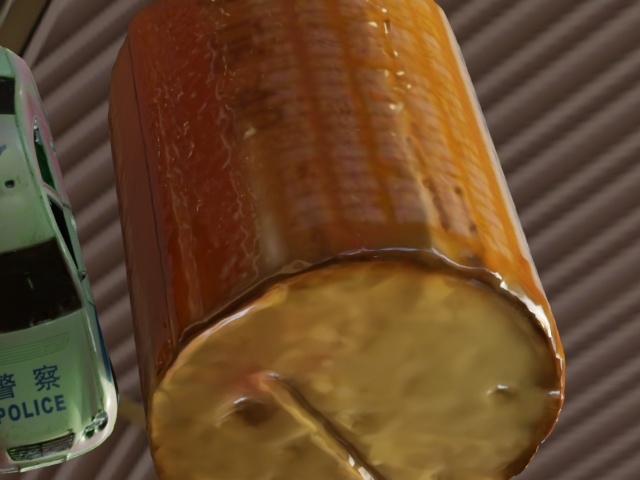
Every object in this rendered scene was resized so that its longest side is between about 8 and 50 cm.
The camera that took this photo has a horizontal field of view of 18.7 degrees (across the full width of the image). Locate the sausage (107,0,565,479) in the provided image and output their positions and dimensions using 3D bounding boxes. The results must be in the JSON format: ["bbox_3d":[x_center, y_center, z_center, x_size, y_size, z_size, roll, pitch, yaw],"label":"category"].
[{"bbox_3d":[0.000,0.000,1.110,0.233,0.287,0.233,-6,-47,-7],"label":"sausage"}]

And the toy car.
[{"bbox_3d":[-0.165,0.005,0.982,0.090,0.224,0.076,-12,-20,-14],"label":"toy car"}]
